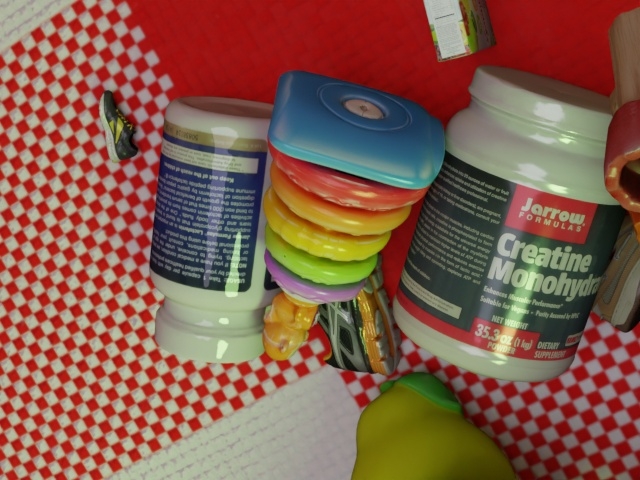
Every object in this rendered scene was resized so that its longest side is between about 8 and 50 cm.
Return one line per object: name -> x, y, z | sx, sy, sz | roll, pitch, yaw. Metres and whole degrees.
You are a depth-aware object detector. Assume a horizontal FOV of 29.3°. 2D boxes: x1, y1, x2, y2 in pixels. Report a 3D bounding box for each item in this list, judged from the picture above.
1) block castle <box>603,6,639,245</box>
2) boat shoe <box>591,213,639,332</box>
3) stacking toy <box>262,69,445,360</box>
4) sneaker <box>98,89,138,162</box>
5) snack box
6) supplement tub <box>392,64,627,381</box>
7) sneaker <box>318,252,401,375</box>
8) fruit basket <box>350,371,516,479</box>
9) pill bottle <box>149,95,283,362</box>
block castle -> 0.418, -0.009, 0.991 | 0.303, 0.213, 0.453 | -14, 142, 23
boat shoe -> 0.321, -0.002, 1.234 | 0.072, 0.068, 0.190 | 31, 108, 25
stacking toy -> 0.000, 0.000, 1.208 | 0.166, 0.175, 0.302 | 16, 119, -6
sneaker -> -0.229, -0.131, 1.393 | 0.035, 0.031, 0.083 | -9, 103, 5
snack box -> 0.133, -0.232, 1.197 | 0.037, 0.141, 0.100 | -11, 98, 20
supplement tub -> 0.193, -0.017, 1.199 | 0.191, 0.191, 0.272 | 19, 107, 12
sneaker -> 0.024, 0.048, 1.326 | 0.083, 0.084, 0.215 | -8, 99, 27
fruit basket -> 0.143, 0.330, 1.260 | 0.283, 0.392, 0.392 | 28, 109, -11
pill bottle -> -0.103, -0.013, 1.311 | 0.153, 0.153, 0.264 | 12, 104, 14
